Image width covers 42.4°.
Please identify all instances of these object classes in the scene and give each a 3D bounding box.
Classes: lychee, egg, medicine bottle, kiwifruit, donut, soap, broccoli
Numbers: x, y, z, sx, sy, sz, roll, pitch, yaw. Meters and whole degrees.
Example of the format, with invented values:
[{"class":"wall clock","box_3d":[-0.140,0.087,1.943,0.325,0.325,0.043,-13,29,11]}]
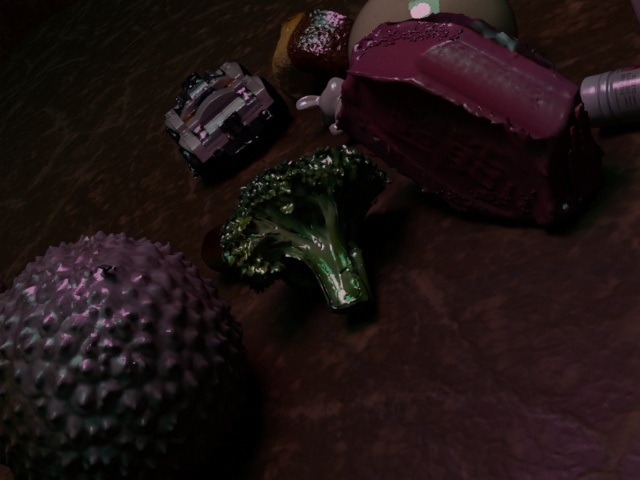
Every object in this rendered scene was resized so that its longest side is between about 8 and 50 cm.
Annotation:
[{"class":"lychee","box_3d":[-0.222,0.128,0.855,0.300,0.300,0.300,-26,34,19]},{"class":"egg","box_3d":[0.135,-0.249,1.054,0.188,0.188,0.254,-49,30,-18]},{"class":"medicine bottle","box_3d":[0.326,-0.152,0.862,0.091,0.058,0.058,-7,43,40]},{"class":"kiwifruit","box_3d":[-0.101,0.005,1.079,0.124,0.075,0.075,-20,36,34]},{"class":"donut","box_3d":[-0.006,-0.284,1.310,0.217,0.141,0.085,0,55,51]},{"class":"soap","box_3d":[0.159,-0.124,0.867,0.289,0.182,0.112,34,67,18]},{"class":"broccoli","box_3d":[0.000,0.000,0.924,0.220,0.194,0.194,-17,29,-12]}]

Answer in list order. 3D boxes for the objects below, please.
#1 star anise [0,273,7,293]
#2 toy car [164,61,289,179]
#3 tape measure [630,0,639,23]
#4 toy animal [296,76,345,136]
[{"class":"star anise","box_3d":[-0.461,0.133,1.265,0.227,0.148,0.218,12,17,20]},{"class":"toy car","box_3d":[-0.179,-0.217,1.405,0.193,0.118,0.301,-41,30,0]},{"class":"tape measure","box_3d":[0.474,-0.308,0.854,0.258,0.130,0.265,-49,27,-21]},{"class":"toy animal","box_3d":[0.033,-0.194,1.202,0.085,0.071,0.124,-54,39,9]}]
